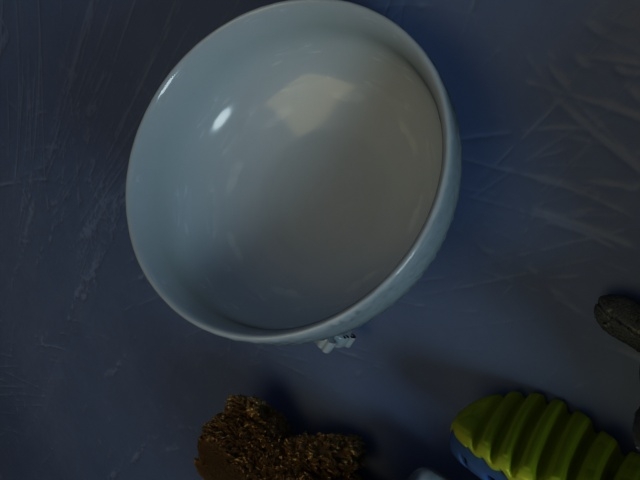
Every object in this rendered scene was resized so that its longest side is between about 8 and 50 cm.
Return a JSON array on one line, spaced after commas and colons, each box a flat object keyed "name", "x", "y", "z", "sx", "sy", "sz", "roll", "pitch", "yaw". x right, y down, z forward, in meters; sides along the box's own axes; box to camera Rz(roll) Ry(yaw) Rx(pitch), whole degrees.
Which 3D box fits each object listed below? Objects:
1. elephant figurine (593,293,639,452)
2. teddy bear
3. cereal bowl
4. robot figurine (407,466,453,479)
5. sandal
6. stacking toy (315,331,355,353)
[{"name": "elephant figurine", "x": 0.302, "y": 0.133, "z": 0.550, "sx": 0.239, "sy": 0.169, "sz": 0.186, "roll": 43, "pitch": 151, "yaw": 13}, {"name": "teddy bear", "x": -0.008, "y": 0.338, "z": 1.010, "sx": 0.338, "sy": 0.113, "sz": 0.245, "roll": 18, "pitch": 127, "yaw": 29}, {"name": "cereal bowl", "x": -0.017, "y": -0.057, "z": 0.753, "sx": 0.339, "sy": 0.141, "sz": 0.338, "roll": -7, "pitch": 74, "yaw": 24}, {"name": "robot figurine", "x": 0.085, "y": 0.397, "z": 0.802, "sx": 0.353, "sy": 0.300, "sz": 0.200, "roll": 36, "pitch": 169, "yaw": -14}, {"name": "sandal", "x": 0.257, "y": 0.252, "z": 0.697, "sx": 0.317, "sy": 0.126, "sz": 0.138, "roll": 24, "pitch": 127, "yaw": 36}, {"name": "stacking toy", "x": 0.000, "y": 0.000, "z": 0.877, "sx": 0.221, "sy": 0.052, "sz": 0.167, "roll": 49, "pitch": 125, "yaw": 26}]
